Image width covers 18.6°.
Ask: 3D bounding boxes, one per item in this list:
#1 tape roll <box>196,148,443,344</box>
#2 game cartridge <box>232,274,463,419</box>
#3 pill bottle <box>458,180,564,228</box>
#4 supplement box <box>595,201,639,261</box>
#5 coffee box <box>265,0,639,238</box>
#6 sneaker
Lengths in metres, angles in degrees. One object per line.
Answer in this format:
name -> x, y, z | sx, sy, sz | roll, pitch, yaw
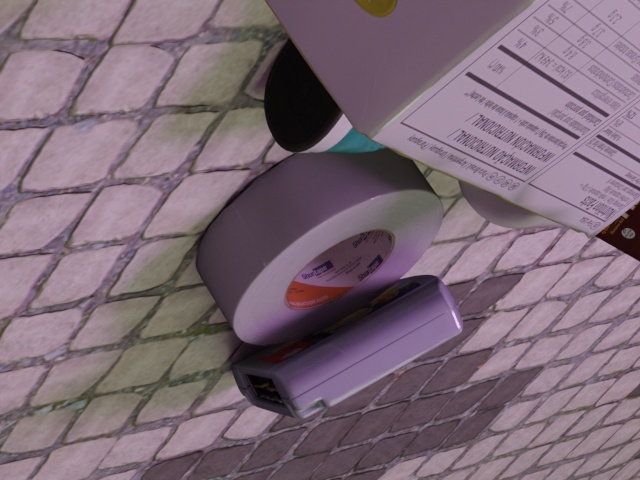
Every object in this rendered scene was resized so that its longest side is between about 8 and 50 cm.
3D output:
tape roll -> 0.000, 0.000, 1.754 | 0.219, 0.072, 0.219 | -27, 155, -13
game cartridge -> 0.028, 0.098, 1.865 | 0.196, 0.060, 0.294 | -25, -177, -12
pill bottle -> 0.239, -0.078, 1.835 | 0.229, 0.131, 0.131 | -2, 141, -52
supplement box -> 0.266, -0.107, 1.646 | 0.129, 0.194, 0.191 | -59, -178, 45
coffee box -> 0.129, -0.248, 1.101 | 0.334, 0.338, 0.338 | -40, 157, 16
sneaker -> 0.106, -0.164, 1.499 | 0.178, 0.124, 0.295 | -1, 149, -43
